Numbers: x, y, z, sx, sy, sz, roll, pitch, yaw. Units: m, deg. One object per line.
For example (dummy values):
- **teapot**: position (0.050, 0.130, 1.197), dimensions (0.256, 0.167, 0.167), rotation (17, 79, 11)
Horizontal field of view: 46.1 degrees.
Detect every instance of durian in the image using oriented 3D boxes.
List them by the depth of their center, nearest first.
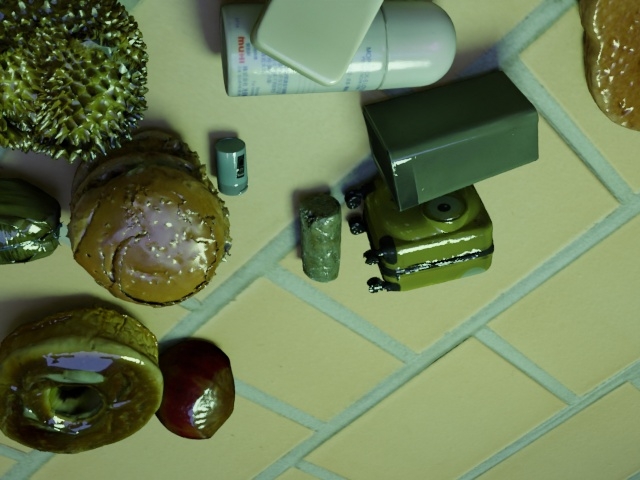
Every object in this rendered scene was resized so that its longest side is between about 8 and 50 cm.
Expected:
- **durian**: position (-0.353, -0.223, 0.983), dimensions (0.258, 0.258, 0.292), rotation (4, 138, -17)

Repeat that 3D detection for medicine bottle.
- **medicine bottle**: position (0.030, -0.281, 1.089), dimensions (0.341, 0.130, 0.130), rotation (-5, 130, -9)

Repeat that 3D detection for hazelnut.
- **hazelnut**: position (-0.251, 0.300, 1.507), dimensions (0.170, 0.161, 0.201), rotation (2, 92, -32)

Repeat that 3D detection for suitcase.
- **suitcase**: position (0.174, -0.029, 1.296), dimensions (0.235, 0.193, 0.143), rotation (-13, 134, -2)

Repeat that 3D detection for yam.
- **yam**: position (0.000, 0.000, 1.357), dimensions (0.078, 0.078, 0.179), rotation (-7, 134, -9)

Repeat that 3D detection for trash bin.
- **trash bin**: position (0.208, -0.169, 1.214), dimensions (0.241, 0.164, 0.122), rotation (-18, 132, -3)

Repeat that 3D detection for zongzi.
- **zongzi**: position (-0.531, -0.080, 1.123), dimensions (0.251, 0.125, 0.274), rotation (-8, 125, -7)

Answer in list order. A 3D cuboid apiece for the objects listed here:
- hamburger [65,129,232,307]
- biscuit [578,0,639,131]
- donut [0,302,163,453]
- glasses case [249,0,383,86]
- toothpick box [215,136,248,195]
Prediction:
- **hamburger**: position (-0.259, -0.037, 1.178), dimensions (0.261, 0.211, 0.245), rotation (27, 113, -26)
- **biscuit**: position (0.577, -0.373, 1.192), dimensions (0.350, 0.078, 0.455), rotation (-12, 132, -9)
- **donut**: position (-0.457, 0.255, 1.405), dimensions (0.330, 0.159, 0.330), rotation (-11, 136, -10)
- **glasses case**: position (0.032, -0.363, 0.970), dimensions (0.131, 0.070, 0.312), rotation (26, 95, -15)
- **toothpick box**: position (-0.145, -0.121, 1.231), dimensions (0.052, 0.052, 0.083), rotation (-6, 130, -9)
